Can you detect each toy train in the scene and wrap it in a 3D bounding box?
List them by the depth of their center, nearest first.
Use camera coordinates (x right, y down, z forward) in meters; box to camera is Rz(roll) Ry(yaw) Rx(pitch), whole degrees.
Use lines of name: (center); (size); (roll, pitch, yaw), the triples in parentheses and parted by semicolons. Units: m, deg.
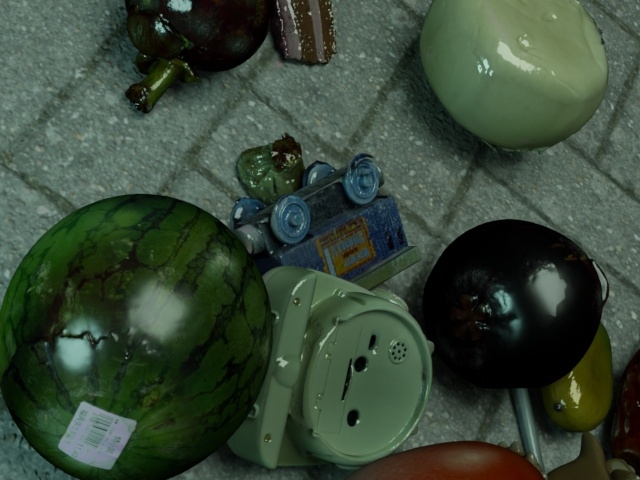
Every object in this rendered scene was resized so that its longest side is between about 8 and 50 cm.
toy train: (0.000, 0.000, 1.912); (0.300, 0.131, 0.202); (-29, 106, -40)

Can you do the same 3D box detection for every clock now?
clock: (0.035, 0.182, 1.780); (0.324, 0.109, 0.265); (12, 87, -37)

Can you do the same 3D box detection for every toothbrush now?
toothbrush: (0.324, 0.343, 2.000); (0.030, 0.025, 0.342); (7, 59, -24)

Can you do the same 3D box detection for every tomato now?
tomato: (0.141, 0.398, 1.664); (0.321, 0.321, 0.321); (16, 55, -24)

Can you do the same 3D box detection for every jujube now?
jujube: (0.578, 0.258, 2.115); (0.197, 0.197, 0.290); (40, 63, -6)

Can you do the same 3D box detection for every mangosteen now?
mangosteen: (-0.204, -0.322, 1.976); (0.231, 0.231, 0.289); (31, 91, -13)
mangosteen: (0.306, 0.094, 1.987); (0.302, 0.275, 0.275); (-5, 65, -49)

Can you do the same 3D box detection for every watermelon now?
watermelon: (-0.222, 0.117, 1.585); (0.363, 0.363, 0.363); (16, 55, -24)

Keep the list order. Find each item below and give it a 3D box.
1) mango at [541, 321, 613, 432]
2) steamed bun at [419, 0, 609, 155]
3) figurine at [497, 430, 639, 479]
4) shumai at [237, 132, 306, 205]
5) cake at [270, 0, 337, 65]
mango: (0.406, 0.201, 2.089); (0.137, 0.091, 0.237); (47, 37, -32)
steamed bun: (0.309, -0.307, 2.255); (0.312, 0.233, 0.334); (23, 44, -17)
figurine: (0.313, 0.354, 1.876); (0.247, 0.177, 0.173); (-38, 84, 3)
shumai: (-0.056, -0.110, 1.992); (0.124, 0.087, 0.099); (28, 49, -17)
cake: (-0.054, -0.429, 2.205); (0.116, 0.113, 0.295); (-7, 80, -34)
